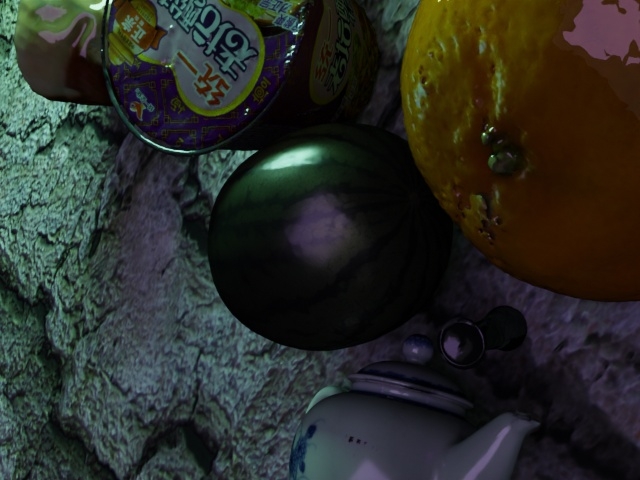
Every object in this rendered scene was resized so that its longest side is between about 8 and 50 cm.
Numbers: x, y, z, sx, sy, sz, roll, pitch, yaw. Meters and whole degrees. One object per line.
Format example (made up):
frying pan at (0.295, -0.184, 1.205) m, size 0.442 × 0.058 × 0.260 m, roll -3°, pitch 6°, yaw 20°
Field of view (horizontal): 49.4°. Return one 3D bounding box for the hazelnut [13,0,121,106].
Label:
hazelnut at (-0.379, -0.345, 1.168) m, size 0.260 × 0.241 × 0.261 m, roll 0°, pitch 91°, yaw 2°

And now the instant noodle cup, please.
instant noodle cup at (-0.083, -0.264, 0.941) m, size 0.339 × 0.266 × 0.340 m, roll -1°, pitch 87°, yaw 32°

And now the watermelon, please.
watermelon at (0.000, 0.000, 0.875) m, size 0.359 × 0.278 × 0.279 m, roll -14°, pitch 81°, yaw 56°

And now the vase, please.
vase at (0.195, 0.112, 0.824) m, size 0.059 × 0.167 × 0.059 m, roll 0°, pitch 89°, yaw 32°

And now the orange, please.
orange at (0.262, -0.144, 0.654) m, size 0.424 × 0.326 × 0.424 m, roll 45°, pitch 149°, yaw 36°

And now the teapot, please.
teapot at (0.094, 0.249, 0.847) m, size 0.424 × 0.252 × 0.280 m, roll -15°, pitch 57°, yaw 58°
